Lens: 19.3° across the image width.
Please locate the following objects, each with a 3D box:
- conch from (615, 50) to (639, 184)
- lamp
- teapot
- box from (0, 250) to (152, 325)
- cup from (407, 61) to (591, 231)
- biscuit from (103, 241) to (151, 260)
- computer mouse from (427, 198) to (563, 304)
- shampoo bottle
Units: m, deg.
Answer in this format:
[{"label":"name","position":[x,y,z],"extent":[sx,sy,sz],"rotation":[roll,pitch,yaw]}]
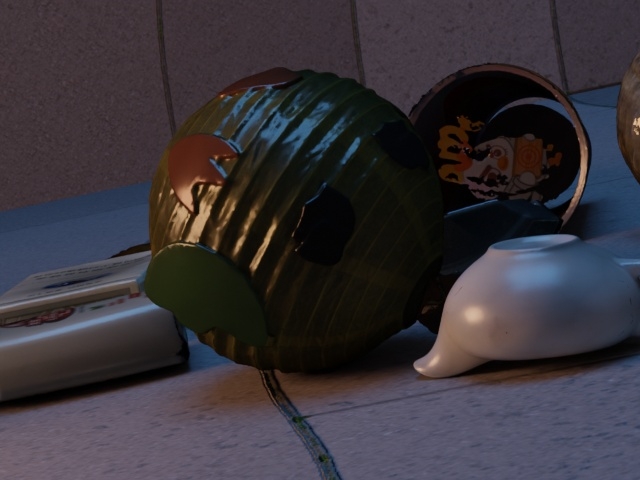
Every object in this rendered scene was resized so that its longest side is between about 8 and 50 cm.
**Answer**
[{"label":"conch","position":[0.387,-0.088,1.801],"extent":[0.210,0.159,0.291],"rotation":[-1,48,14]},{"label":"lamp","position":[0.000,0.000,1.496],"extent":[0.284,0.250,0.250],"rotation":[31,20,12]},{"label":"teapot","position":[0.172,0.044,1.368],"extent":[0.226,0.092,0.145],"rotation":[-6,10,22]},{"label":"box","position":[-0.237,0.070,1.907],"extent":[0.164,0.069,0.256],"rotation":[-12,6,4]},{"label":"cup","position":[0.208,-0.091,2.030],"extent":[0.203,0.203,0.288],"rotation":[-10,0,16]},{"label":"biscuit","position":[-0.097,0.015,2.187],"extent":[0.359,0.046,0.359],"rotation":[-12,7,1]},{"label":"computer mouse","position":[0.115,0.023,1.693],"extent":[0.231,0.071,0.126],"rotation":[-22,-11,27]},{"label":"shampoo bottle","position":[-0.259,0.102,1.674],"extent":[0.284,0.071,0.153],"rotation":[-11,5,-6]}]
